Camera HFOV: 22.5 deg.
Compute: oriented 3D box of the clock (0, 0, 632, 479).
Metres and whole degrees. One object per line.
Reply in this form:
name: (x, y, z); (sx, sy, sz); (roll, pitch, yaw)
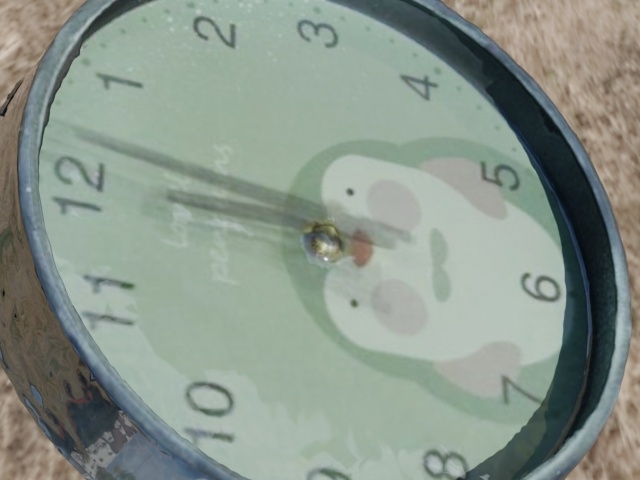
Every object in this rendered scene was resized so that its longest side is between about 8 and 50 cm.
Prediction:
clock: (0.000, 0.001, 0.751); (0.319, 0.319, 0.066); (33, 142, -6)
